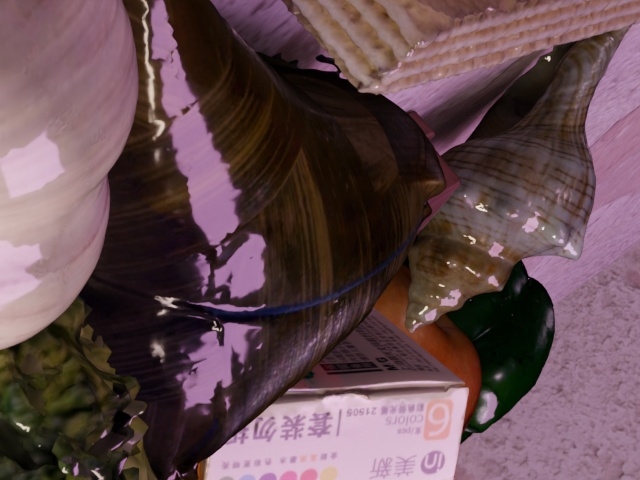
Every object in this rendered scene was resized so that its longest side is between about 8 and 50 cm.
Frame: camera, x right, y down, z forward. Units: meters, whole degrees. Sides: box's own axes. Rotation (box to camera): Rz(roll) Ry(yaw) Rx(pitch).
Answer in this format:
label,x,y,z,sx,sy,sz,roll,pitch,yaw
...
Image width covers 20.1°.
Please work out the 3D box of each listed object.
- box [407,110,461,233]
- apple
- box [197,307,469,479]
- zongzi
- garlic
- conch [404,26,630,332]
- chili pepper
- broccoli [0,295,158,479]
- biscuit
label,x,y,z,sx,sy,sz,roll,pitch,yaw
box,0.000,0.000,1.670,0.215,0.086,0.215,-25,162,-45
apple,0.049,0.131,1.894,0.253,0.253,0.253,-36,167,-10
box,-0.043,0.104,1.404,0.221,0.274,0.091,-2,109,-23
zongzi,-0.034,-0.087,1.151,0.403,0.208,0.432,-38,151,-44
garlic,-0.181,-0.086,0.708,0.245,0.245,0.253,-48,-161,36
conch,0.203,-0.060,1.791,0.386,0.169,0.203,-42,-155,-20
chili pepper,0.148,0.123,2.127,0.248,0.233,0.256,-58,179,31
broccoli,-0.159,0.105,0.930,0.275,0.353,0.397,-2,-172,14
biscuit,0.129,-0.198,1.236,0.426,0.144,0.078,-19,156,-50
